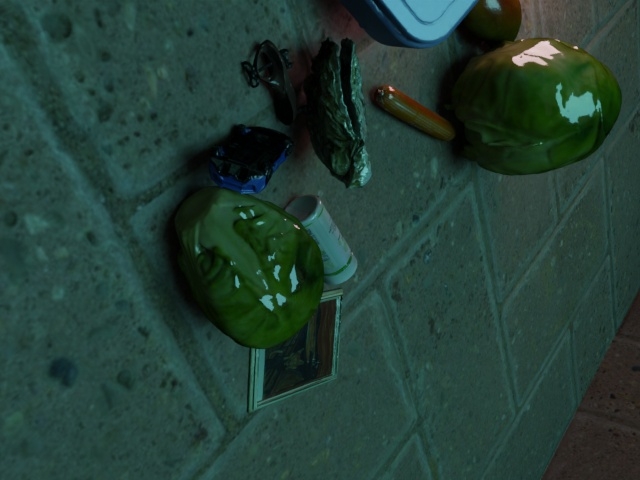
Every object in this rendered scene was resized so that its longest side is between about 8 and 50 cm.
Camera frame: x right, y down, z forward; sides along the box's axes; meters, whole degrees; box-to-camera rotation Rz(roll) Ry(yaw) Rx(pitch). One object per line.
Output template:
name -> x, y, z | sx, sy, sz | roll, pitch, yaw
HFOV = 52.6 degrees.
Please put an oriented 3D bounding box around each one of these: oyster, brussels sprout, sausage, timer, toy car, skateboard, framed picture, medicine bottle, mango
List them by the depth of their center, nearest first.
brussels sprout -> -0.118, 0.035, 1.057 | 0.219, 0.210, 0.271 | -43, 110, -14
toy car -> -0.113, -0.135, 1.072 | 0.216, 0.103, 0.063 | -62, 168, -62
skateboard -> -0.082, -0.275, 1.147 | 0.080, 0.067, 0.151 | -37, 120, -26
timer -> 0.163, -0.582, 1.185 | 0.395, 0.173, 0.394 | -7, 108, -21
oyster -> 0.039, -0.236, 1.187 | 0.112, 0.198, 0.267 | -4, 103, -14
medicine bottle -> 0.000, 0.000, 1.278 | 0.086, 0.086, 0.183 | -56, 135, -26
framed picture -> -0.043, 0.219, 1.332 | 0.273, 0.016, 0.216 | -8, 104, -49
sausage -> 0.225, -0.289, 1.501 | 0.348, 0.053, 0.053 | 14, 88, -51
brussels sprout -> 0.552, -0.329, 1.628 | 0.425, 0.361, 0.342 | -18, 118, -52
mango -> 0.437, -0.574, 1.636 | 0.289, 0.129, 0.146 | -1, 98, -58
